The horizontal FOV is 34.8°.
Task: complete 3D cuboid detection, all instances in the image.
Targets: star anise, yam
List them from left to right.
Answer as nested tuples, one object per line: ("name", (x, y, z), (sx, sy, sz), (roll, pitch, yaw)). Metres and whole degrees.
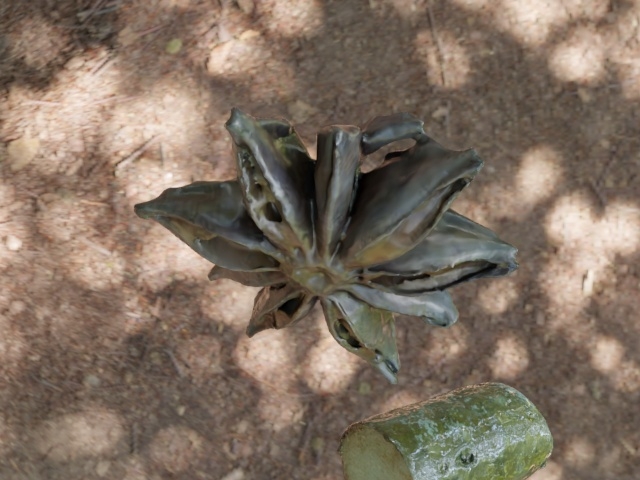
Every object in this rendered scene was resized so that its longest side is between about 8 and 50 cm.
("star anise", (0.000, 0.000, 0.532), (0.195, 0.182, 0.065), (12, 48, -5))
("yam", (0.117, 0.191, 0.918), (0.194, 0.107, 0.107), (-11, 98, -38))
